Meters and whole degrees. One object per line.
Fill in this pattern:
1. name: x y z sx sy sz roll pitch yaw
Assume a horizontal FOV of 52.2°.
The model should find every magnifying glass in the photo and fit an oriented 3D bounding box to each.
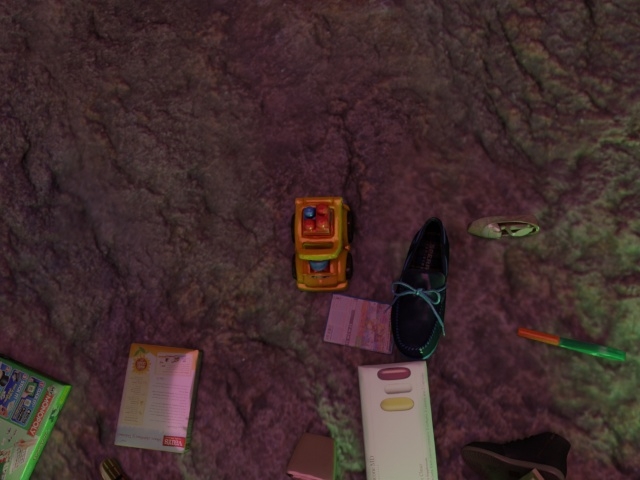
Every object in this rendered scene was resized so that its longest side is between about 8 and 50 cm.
1. magnifying glass: 0.564 0.232 1.474 0.231 0.092 0.026 10 81 19

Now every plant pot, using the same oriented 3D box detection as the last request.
1. plant pot: -0.011 0.489 1.462 0.109 0.109 0.096 10 65 8

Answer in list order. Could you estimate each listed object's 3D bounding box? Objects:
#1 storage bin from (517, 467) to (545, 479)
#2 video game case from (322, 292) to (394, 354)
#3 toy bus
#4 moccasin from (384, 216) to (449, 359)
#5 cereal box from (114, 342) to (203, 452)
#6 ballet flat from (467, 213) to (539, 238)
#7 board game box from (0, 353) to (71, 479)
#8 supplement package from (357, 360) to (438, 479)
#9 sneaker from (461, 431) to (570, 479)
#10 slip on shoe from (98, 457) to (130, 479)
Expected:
1. storage bin: 0.398 0.639 1.286 0.262 0.123 0.260 -40 74 10
2. video game case: 0.098 0.198 1.558 0.167 0.015 0.119 10 78 8
3. toy bus: 0.000 0.000 1.515 0.150 0.211 0.220 0 79 4
4. moccasin: 0.217 0.095 1.465 0.138 0.116 0.341 3 55 10
5. cereal box: -0.382 0.372 1.551 0.173 0.047 0.240 5 78 7
6. ballet flat: 0.436 -0.031 1.550 0.168 0.057 0.052 -9 41 4
7. board game box: -0.767 0.458 1.572 0.214 0.046 0.317 21 80 9
8. supplement package: 0.164 0.398 1.408 0.145 0.204 0.261 -6 77 5
9. sneaker: 0.431 0.471 1.438 0.222 0.118 0.083 6 121 29
10. slip on shoe: -0.474 0.572 1.520 0.135 0.051 0.041 52 126 6
